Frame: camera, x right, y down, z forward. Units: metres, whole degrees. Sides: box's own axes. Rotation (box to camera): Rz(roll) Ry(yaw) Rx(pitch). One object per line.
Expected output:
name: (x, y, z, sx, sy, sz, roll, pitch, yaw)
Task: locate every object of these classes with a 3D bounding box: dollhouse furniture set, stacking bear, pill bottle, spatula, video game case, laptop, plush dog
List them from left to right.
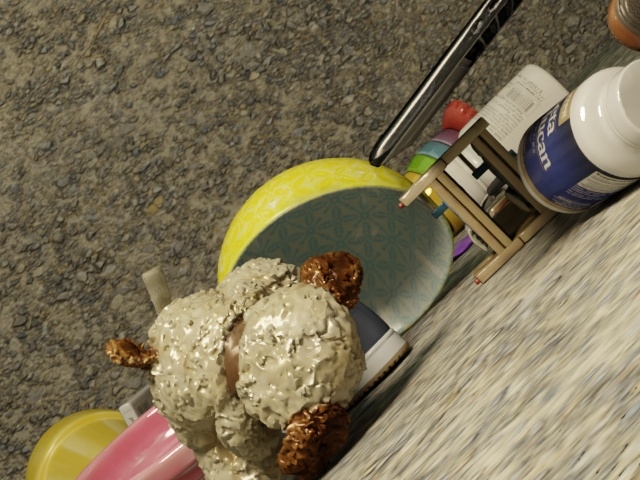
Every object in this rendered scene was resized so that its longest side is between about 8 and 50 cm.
video game case: (-0.228, 0.313, 1.894, 0.023, 0.193, 0.212, -29, 1, 6)
plush dog: (-0.057, 0.112, 1.189, 0.225, 0.210, 0.263, -11, 64, 37)
stacking bear: (0.205, -0.075, 2.203, 0.289, 0.175, 0.164, -52, 3, -10)
dollhouse furniture set: (0.178, -0.049, 1.405, 0.129, 0.129, 0.184, -44, 1, 8)
spatula: (0.239, -0.050, 1.787, 0.084, 0.030, 0.296, -45, -11, -45)
pill bottle: (0.288, -0.150, 1.935, 0.229, 0.131, 0.131, -44, 0, 2)
pill bottle: (0.239, -0.089, 1.046, 0.094, 0.094, 0.169, -44, 0, -22)
laptop: (0.274, -0.179, 1.178, 0.408, 0.236, 0.382, -53, -3, 11)

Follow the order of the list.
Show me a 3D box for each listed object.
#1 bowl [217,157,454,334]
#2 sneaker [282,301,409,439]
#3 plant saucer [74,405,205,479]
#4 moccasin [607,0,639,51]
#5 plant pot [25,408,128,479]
bowl: (0.000, 0.000, 1.513, 0.289, 0.289, 0.156, -45, 43, 17)
sneaker: (-0.047, 0.156, 1.408, 0.282, 0.153, 0.099, -45, -1, 19)
plant saucer: (-0.176, 0.264, 1.584, 0.332, 0.084, 0.332, -37, 8, 6)
moccasin: (0.483, -0.348, 1.599, 0.380, 0.139, 0.147, -47, -5, -32)
plant pot: (-0.351, 0.416, 2.131, 0.254, 0.254, 0.239, -44, 14, -24)
